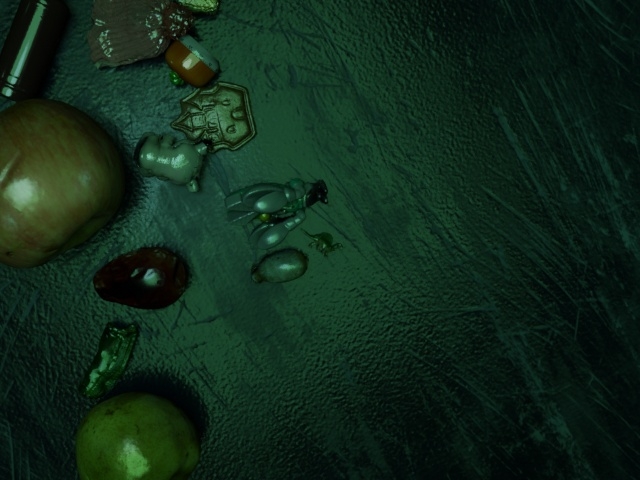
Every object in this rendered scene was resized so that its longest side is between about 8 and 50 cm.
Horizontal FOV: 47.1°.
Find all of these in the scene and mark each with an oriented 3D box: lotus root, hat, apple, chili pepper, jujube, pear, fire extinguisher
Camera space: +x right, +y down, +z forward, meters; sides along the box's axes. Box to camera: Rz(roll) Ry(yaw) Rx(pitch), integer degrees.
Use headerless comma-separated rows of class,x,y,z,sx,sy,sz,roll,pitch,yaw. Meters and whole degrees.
lotus root,-0.108,0.070,1.913,0.165,0.088,0.088,-13,95,7
hat,-0.443,-0.545,1.831,0.286,0.107,0.236,4,94,19
apple,-0.656,-0.142,1.709,0.391,0.391,0.346,-34,93,-1
chili pepper,-0.547,0.308,1.904,0.098,0.061,0.224,27,88,-19
jujube,-0.457,0.102,1.855,0.236,0.168,0.168,-11,95,14
pear,-0.462,0.522,1.813,0.304,0.304,0.304,0,94,-4
fire extinguisher,-0.713,-0.509,1.818,0.135,0.114,0.337,25,93,39

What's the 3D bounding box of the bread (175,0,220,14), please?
bread,-0.318,-0.637,1.855,0.140,0.069,0.128,5,94,-8

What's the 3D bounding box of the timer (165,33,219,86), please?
timer,-0.333,-0.443,1.856,0.136,0.099,0.136,1,96,8

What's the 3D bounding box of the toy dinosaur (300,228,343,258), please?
toy dinosaur,0.001,0.000,1.946,0.120,0.029,0.060,37,75,0

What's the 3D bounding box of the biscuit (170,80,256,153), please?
biscuit,-0.282,-0.314,1.896,0.215,0.034,0.182,-12,94,-3

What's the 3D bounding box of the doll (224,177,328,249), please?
doll,-0.114,-0.093,1.859,0.258,0.153,0.195,-32,132,10

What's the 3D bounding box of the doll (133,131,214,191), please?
doll,-0.375,-0.206,1.862,0.192,0.095,0.149,10,103,-7
